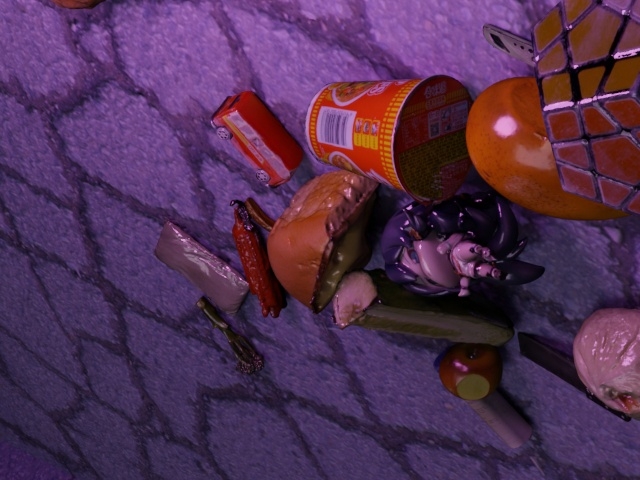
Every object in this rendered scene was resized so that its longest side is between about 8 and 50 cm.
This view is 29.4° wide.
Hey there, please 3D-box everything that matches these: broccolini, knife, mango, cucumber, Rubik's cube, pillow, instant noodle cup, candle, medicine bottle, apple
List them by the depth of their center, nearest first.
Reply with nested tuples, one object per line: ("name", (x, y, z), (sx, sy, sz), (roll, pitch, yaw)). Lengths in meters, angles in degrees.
("Rubik's cube", (0.388, -0.177, 1.392), (0.264, 0.319, 0.319), (55, 153, 19))
("knife", (0.344, -0.217, 1.620), (0.293, 0.020, 0.043), (29, 150, 14))
("mango", (0.336, -0.113, 1.642), (0.290, 0.160, 0.191), (19, 149, 13))
("instant noodle cup", (0.094, -0.160, 1.807), (0.212, 0.193, 0.193), (14, 143, 44))
("cucumber", (0.191, 0.108, 2.050), (0.325, 0.105, 0.145), (12, 150, -26))
("knife", (0.430, 0.228, 2.075), (0.245, 0.019, 0.072), (32, 152, 38))
("apple", (0.272, 0.228, 2.195), (0.114, 0.099, 0.102), (9, 128, -2))
("medicine bottle", (0.307, 0.297, 2.299), (0.231, 0.059, 0.059), (47, 147, -16))
("candle", (-0.124, 0.037, 2.375), (0.059, 0.084, 0.301), (-10, 127, 9))
("pillow", (-0.248, 0.059, 2.535), (0.230, 0.050, 0.148), (35, 142, 1))
("broccolini", (-0.209, 0.215, 2.692), (0.058, 0.067, 0.216), (-36, 109, 17))

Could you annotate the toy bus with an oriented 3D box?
("toy bus", (-0.100, -0.171, 2.062), (0.077, 0.079, 0.174), (-22, 117, 44))

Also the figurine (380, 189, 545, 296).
("figurine", (0.211, 0.005, 1.867), (0.265, 0.197, 0.175), (-1, 108, 42))

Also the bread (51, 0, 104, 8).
("bread", (-0.399, -0.472, 1.906), (0.230, 0.123, 0.230), (30, 152, 18))

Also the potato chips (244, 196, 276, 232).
("potato chips", (-0.061, -0.010, 2.282), (0.204, 0.026, 0.037), (38, 135, -1))

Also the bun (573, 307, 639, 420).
("bun", (0.500, 0.211, 1.922), (0.220, 0.134, 0.220), (29, 153, 16))

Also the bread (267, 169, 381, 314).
("bread", (0.000, 0.000, 2.069), (0.162, 0.204, 0.262), (24, 144, 13))
